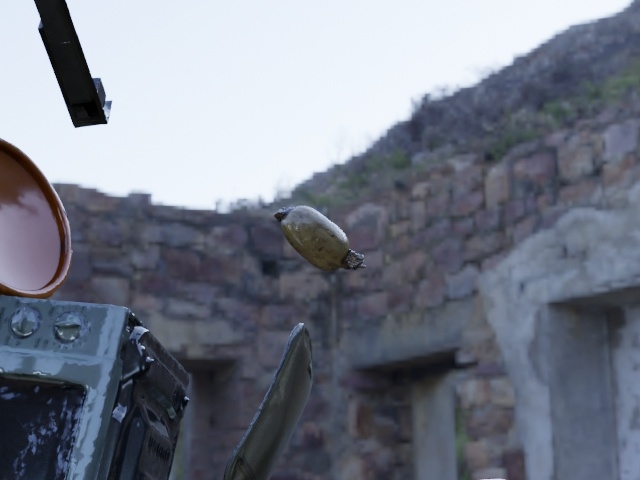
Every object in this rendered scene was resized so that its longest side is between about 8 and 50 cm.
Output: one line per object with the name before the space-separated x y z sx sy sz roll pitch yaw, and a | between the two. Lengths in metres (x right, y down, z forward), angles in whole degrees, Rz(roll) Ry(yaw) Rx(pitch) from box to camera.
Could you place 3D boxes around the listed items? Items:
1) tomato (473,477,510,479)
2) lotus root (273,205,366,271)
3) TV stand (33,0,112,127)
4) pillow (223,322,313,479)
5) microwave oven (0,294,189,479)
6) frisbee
tomato | 0.200 0.382 1.442 0.136 0.195 0.195 -3 -11 -23
lotus root | 0.000 0.000 1.739 0.152 0.072 0.063 33 -49 -4
TV stand | -0.278 -0.236 1.303 0.040 0.049 0.257 -6 -47 6
pillow | -0.051 0.194 1.261 0.033 0.218 0.130 14 -36 18
microwave oven | -0.255 0.232 1.220 0.181 0.295 0.237 3 -24 15
frisbee | -0.333 -0.022 1.258 0.035 0.192 0.192 -25 -22 24
